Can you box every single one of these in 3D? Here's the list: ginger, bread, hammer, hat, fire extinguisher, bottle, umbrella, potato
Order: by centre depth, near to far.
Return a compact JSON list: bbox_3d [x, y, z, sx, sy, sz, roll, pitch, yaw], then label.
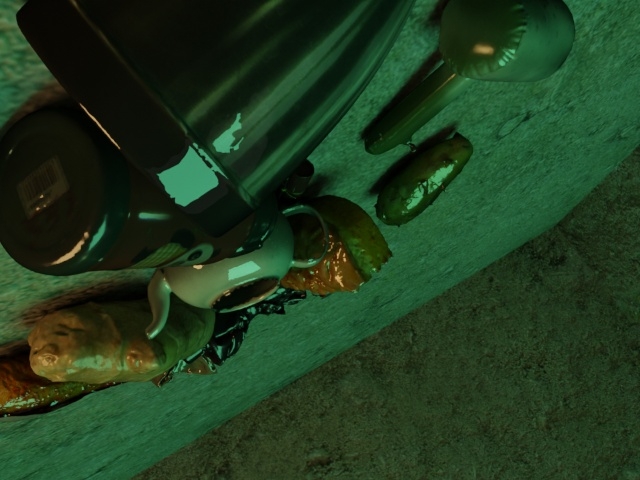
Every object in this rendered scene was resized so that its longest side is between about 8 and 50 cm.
[{"bbox_3d":[-0.159,-0.042,0.683,0.144,0.144,0.336,-39,164,21],"label":"bottle"},{"bbox_3d":[0.175,-0.209,0.890,0.207,0.118,0.336,-13,161,-45],"label":"hammer"},{"bbox_3d":[-0.045,-0.072,0.975,0.056,0.039,0.132,-33,166,-32],"label":"fire extinguisher"},{"bbox_3d":[-0.415,0.211,0.993,0.140,0.095,0.269,-5,-177,40],"label":"bread"},{"bbox_3d":[-0.278,0.146,1.001,0.190,0.126,0.354,6,-173,23],"label":"ginger"},{"bbox_3d":[0.000,0.000,1.071,0.143,0.139,0.229,-31,-161,-36],"label":"bread"},{"bbox_3d":[0.191,-0.110,1.207,0.225,0.090,0.117,-44,175,25],"label":"potato"},{"bbox_3d":[-0.155,0.133,1.230,0.272,0.122,0.110,-37,-173,-15],"label":"umbrella"},{"bbox_3d":[-0.283,0.230,1.386,0.147,0.085,0.175,2,121,-45],"label":"hat"}]

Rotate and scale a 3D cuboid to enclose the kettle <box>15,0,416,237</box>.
[{"bbox_3d":[-0.034,-0.157,0.485,0.271,0.207,0.251,-41,157,0],"label":"kettle"}]

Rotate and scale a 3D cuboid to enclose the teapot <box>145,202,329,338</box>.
[{"bbox_3d":[-0.126,0.029,0.933,0.295,0.129,0.193,-20,163,-9],"label":"teapot"}]
